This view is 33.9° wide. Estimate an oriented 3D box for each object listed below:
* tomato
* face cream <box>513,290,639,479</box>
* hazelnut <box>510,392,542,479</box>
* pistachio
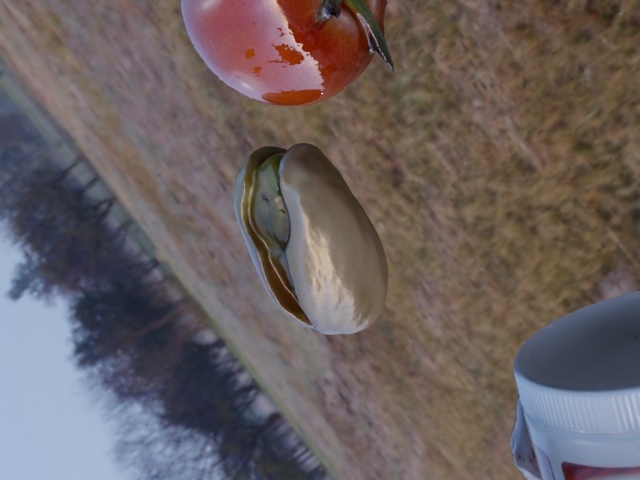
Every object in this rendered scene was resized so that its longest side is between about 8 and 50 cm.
[{"bbox_3d":[-0.041,-0.282,1.215,0.224,0.256,0.256,-14,119,39],"label":"tomato"},{"bbox_3d":[0.268,0.156,0.810,0.201,0.201,0.187,-148,39,-74],"label":"face cream"},{"bbox_3d":[0.330,0.217,1.235,0.186,0.210,0.210,13,154,24],"label":"hazelnut"},{"bbox_3d":[0.000,0.000,1.369,0.166,0.197,0.288,2,125,34],"label":"pistachio"}]
